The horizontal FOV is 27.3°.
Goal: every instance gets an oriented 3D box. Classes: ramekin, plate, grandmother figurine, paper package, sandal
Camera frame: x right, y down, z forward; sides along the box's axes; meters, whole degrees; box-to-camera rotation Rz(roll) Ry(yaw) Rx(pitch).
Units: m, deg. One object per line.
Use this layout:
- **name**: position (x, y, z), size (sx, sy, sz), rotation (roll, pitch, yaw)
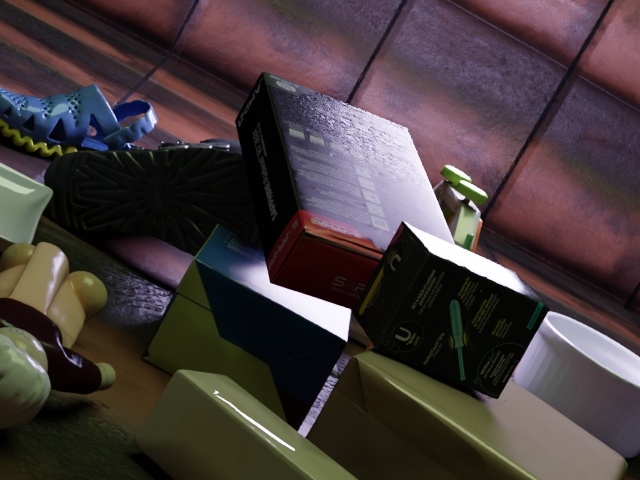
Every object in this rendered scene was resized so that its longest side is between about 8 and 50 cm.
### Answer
- **ramekin**: position (0.467, 0.251, 2.261), size (0.277, 0.135, 0.277), rotation (28, 12, -7)
- **plate**: position (-0.472, -0.075, 1.603), size (0.277, 0.045, 0.278), rotation (28, 12, -12)
- **grandmother figurine**: position (-0.286, 0.085, 1.250), size (0.207, 0.104, 0.342), rotation (18, 11, -10)
- **paper package**: position (0.157, 0.250, 1.441), size (0.309, 0.168, 0.325), rotation (32, 11, 15)
- **sandal**: position (-0.385, -0.191, 2.085), size (0.317, 0.138, 0.126), rotation (18, 18, -38)

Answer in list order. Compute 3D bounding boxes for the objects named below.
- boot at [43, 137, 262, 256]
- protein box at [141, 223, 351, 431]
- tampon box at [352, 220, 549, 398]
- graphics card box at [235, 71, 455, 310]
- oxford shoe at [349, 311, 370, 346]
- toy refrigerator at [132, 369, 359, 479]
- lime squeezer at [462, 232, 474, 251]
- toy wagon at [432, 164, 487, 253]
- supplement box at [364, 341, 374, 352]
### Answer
- **boot**: position (-0.143, -0.070, 1.940), size (0.366, 0.146, 0.445), rotation (12, 6, 15)
- **protein box**: position (-0.080, 0.101, 1.570), size (0.199, 0.136, 0.201), rotation (29, 12, -3)
- **tampon box**: position (0.138, 0.074, 1.424), size (0.161, 0.120, 0.101), rotation (24, 12, -22)
- **graphics card box**: position (0.031, -0.052, 1.627), size (0.232, 0.094, 0.371), rotation (18, 31, -24)
- **oxford shoe**: position (0.066, 0.082, 2.039), size (0.449, 0.130, 0.169), rotation (27, 15, -2)
- **toy refrigerator**: position (-0.039, 0.235, 1.224), size (0.269, 0.094, 0.102), rotation (36, 6, 24)
- **lime squeezer**: position (0.242, 0.151, 2.119), size (0.059, 0.110, 0.311), rotation (-17, 88, -58)
- **toy wagon**: position (0.184, 0.000, 2.315), size (0.068, 0.267, 0.344), rotation (28, 11, -14)
- **supplement box**: position (0.139, 0.216, 1.764), size (0.080, 0.078, 0.233), rotation (17, 16, -36)
